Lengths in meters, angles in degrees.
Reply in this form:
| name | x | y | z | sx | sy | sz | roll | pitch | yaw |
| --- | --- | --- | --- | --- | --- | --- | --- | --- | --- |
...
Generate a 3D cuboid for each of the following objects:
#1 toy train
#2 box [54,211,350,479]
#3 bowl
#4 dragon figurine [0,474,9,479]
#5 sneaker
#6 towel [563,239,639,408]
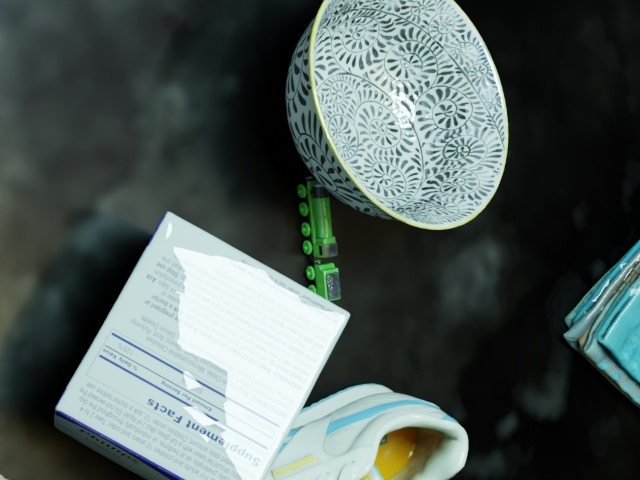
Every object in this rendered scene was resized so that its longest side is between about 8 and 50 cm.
| name | x | y | z | sx | sy | sz | roll | pitch | yaw |
| --- | --- | --- | --- | --- | --- | --- | --- | --- | --- |
| toy train | 0.000 | 0.000 | 1.174 | 0.017 | 0.023 | 0.083 | -11 | 99 | -35 |
| box | -0.071 | 0.077 | 1.068 | 0.126 | 0.072 | 0.137 | 30 | 73 | -3 |
| bowl | 0.033 | -0.080 | 1.149 | 0.170 | 0.080 | 0.170 | 14 | 68 | -38 |
| dragon figurine | -0.281 | 0.111 | 0.937 | 0.289 | 0.085 | 0.144 | 45 | 67 | -28 |
| sneaker | -0.010 | 0.160 | 1.133 | 0.228 | 0.092 | 0.087 | -31 | 111 | -30 |
| towel | 0.384 | 0.072 | 1.399 | 0.370 | 0.040 | 0.271 | 41 | 89 | -31 |
